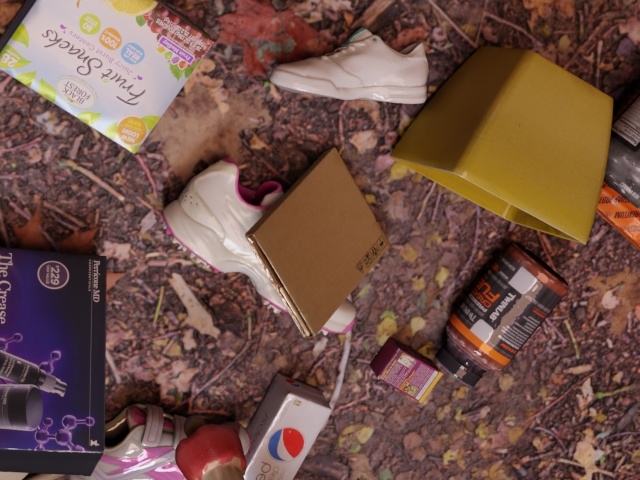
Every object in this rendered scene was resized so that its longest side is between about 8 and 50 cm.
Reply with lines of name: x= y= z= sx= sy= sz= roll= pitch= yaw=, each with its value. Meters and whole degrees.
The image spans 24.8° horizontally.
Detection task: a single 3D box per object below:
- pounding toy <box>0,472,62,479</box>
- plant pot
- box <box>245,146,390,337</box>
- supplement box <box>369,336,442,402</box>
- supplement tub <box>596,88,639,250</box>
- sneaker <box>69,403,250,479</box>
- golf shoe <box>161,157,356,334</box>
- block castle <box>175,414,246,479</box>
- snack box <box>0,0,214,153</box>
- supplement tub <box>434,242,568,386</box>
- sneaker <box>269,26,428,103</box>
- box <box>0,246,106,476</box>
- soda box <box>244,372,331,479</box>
pounding toy: x=-0.451 y=0.259 z=1.896 sx=0.183 sy=0.110 sz=0.237 roll=-32 pitch=145 yaw=-13
plant pot: x=0.253 y=-0.135 z=1.875 sx=0.212 sy=0.212 sz=0.187 roll=27 pitch=89 yaw=-23
box: x=0.000 y=0.000 z=1.875 sx=0.201 sy=0.021 sz=0.164 roll=-48 pitch=117 yaw=-39
supplement box: x=0.120 y=0.182 z=2.040 sx=0.083 sy=0.043 sz=0.055 roll=32 pitch=100 yaw=-25
supplement tub: x=0.508 y=-0.141 z=1.932 sx=0.207 sy=0.207 sz=0.338 roll=39 pitch=97 yaw=-25
sneaker: x=-0.219 y=0.275 z=1.950 sx=0.252 sy=0.103 sz=0.111 roll=-10 pitch=115 yaw=-12
golf shoe: x=-0.055 y=0.011 z=1.890 sx=0.306 sy=0.115 sz=0.140 roll=34 pitch=95 yaw=-25
block castle: x=-0.169 y=0.444 z=1.898 sx=0.303 sy=0.213 sz=0.453 roll=-27 pitch=139 yaw=-1
snack box: x=-0.264 y=-0.233 z=1.758 sx=0.207 sy=0.070 sz=0.174 roll=34 pitch=99 yaw=-23
supplement tub: x=0.245 y=0.107 z=2.011 sx=0.106 sy=0.106 sz=0.198 roll=35 pitch=98 yaw=-24
sneaker: x=0.037 y=-0.226 z=1.850 sx=0.212 sy=0.080 sz=0.094 roll=1 pitch=99 yaw=-23
box: x=-0.359 y=0.147 z=1.779 sx=0.184 sy=0.261 sz=0.103 roll=6 pitch=153 yaw=-20
soda box: x=-0.071 y=0.297 z=2.018 sx=0.074 sy=0.069 sz=0.216 roll=24 pitch=104 yaw=-23
